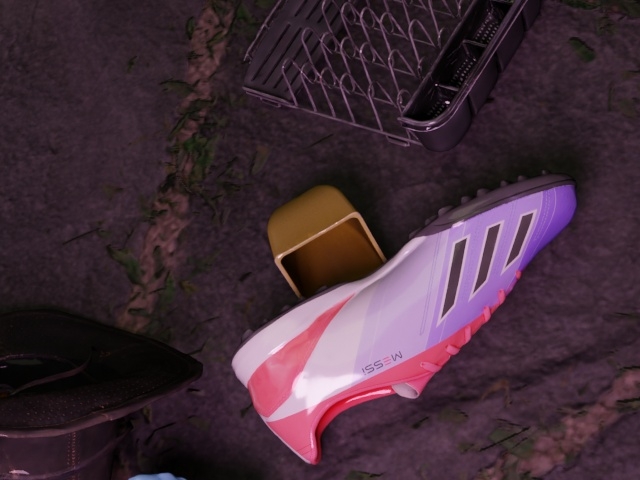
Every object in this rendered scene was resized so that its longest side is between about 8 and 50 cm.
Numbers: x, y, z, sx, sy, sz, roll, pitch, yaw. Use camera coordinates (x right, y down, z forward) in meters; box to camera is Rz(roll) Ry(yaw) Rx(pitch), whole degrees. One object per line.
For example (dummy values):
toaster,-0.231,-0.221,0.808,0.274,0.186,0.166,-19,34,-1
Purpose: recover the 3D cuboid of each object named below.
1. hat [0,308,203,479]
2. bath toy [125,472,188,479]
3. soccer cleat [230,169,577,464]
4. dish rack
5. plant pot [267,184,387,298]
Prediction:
hat,-0.255,0.158,1.334,0.331,0.134,0.331,-2,12,0
bath toy,-0.066,0.330,1.147,0.151,0.129,0.348,-28,51,3
soccer cleat,0.086,0.058,1.302,0.318,0.108,0.116,-31,73,-3
dish rack,0.056,-0.195,1.497,0.272,0.074,0.208,19,66,33
plant pot,0.000,0.000,1.384,0.081,0.081,0.083,-30,39,1
